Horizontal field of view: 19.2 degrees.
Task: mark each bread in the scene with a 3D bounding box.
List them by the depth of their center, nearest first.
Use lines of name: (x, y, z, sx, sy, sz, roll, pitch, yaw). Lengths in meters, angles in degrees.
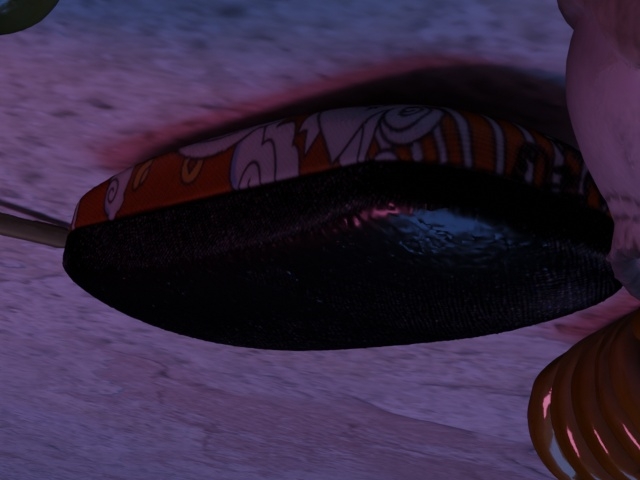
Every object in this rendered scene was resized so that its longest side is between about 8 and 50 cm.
bread: (0.174, 0.077, 0.812, 0.134, 0.081, 0.225, 14, 167, -6)

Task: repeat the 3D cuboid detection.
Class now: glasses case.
glasses case: (0.000, 0.000, 0.663, 0.103, 0.067, 0.266, 18, 164, -31)

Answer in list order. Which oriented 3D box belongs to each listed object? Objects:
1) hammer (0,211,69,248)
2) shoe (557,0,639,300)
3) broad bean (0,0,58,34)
hammer: (-0.192, -0.010, 0.819, 0.195, 0.060, 0.028, 15, 166, -35)
shoe: (0.176, 0.043, 0.419, 0.171, 0.198, 0.351, -3, 162, 42)
broad bean: (-0.097, -0.083, 0.455, 0.063, 0.045, 0.083, 1, 155, 47)
